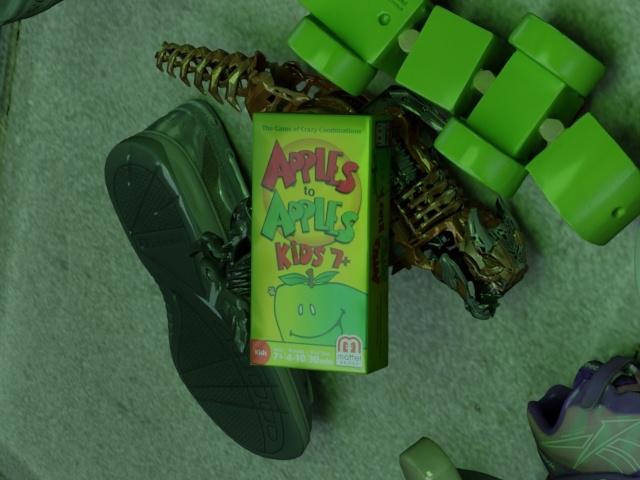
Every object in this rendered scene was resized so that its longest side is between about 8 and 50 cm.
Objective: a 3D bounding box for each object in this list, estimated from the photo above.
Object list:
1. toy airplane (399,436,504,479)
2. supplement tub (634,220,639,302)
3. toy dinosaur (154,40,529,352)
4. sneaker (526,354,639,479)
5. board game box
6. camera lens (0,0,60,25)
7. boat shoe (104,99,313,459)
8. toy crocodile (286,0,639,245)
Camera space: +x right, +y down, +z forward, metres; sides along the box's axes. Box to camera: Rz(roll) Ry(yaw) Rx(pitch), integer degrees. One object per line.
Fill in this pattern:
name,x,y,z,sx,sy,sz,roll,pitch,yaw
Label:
toy airplane,0.167,0.335,1.414,0.386,0.272,0.384,42,-153,-76
supplement tub,0.322,-0.014,1.056,0.191,0.191,0.272,53,142,4
toy dinosaur,0.010,-0.045,1.437,0.322,0.164,0.218,53,130,34
sneaker,0.228,0.129,1.344,0.236,0.095,0.104,-25,90,52
board game box,0.000,0.000,1.349,0.092,0.043,0.181,3,96,24
camera lens,-0.201,-0.284,1.343,0.219,0.274,0.219,27,133,32
boat shoe,-0.074,0.040,1.597,0.118,0.103,0.320,-5,117,44
toy crocodile,0.088,-0.124,1.304,0.340,0.105,0.115,38,97,23
